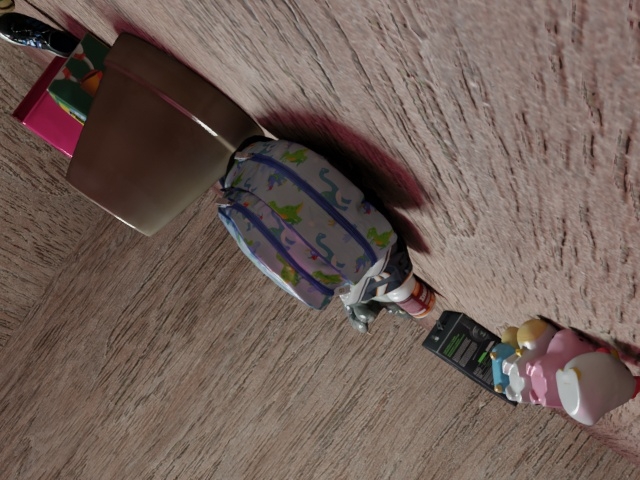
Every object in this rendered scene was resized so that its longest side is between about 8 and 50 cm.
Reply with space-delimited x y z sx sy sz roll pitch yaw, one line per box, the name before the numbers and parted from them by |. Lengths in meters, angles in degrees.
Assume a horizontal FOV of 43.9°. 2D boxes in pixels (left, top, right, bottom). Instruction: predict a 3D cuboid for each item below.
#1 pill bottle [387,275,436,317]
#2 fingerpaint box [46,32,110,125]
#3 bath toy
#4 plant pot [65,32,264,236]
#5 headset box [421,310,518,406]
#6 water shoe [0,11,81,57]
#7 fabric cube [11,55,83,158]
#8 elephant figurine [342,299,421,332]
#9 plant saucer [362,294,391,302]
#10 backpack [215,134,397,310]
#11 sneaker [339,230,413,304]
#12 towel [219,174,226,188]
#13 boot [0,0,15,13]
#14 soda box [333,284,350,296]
pill bottle | 0.225 0.133 2.051 0.152 0.086 0.086 37 175 -38
fingerpaint box | -0.446 -0.290 1.908 0.371 0.163 0.445 36 176 -17
bath toy | 0.409 0.214 1.339 0.129 0.151 0.348 -4 180 -11
plant pot | -0.311 -0.171 1.473 0.323 0.280 0.323 33 176 3
headset box | 0.435 0.320 2.236 0.283 0.131 0.246 34 176 0
water shoe | -0.657 -0.487 1.861 0.203 0.073 0.080 11 179 -36
fabric cube | -0.710 -0.380 2.336 0.258 0.254 0.259 39 175 -30
elephant figurine | 0.194 0.173 2.460 0.169 0.239 0.186 55 159 40
plant saucer | 0.068 0.080 2.235 0.400 0.100 0.400 31 -177 -2
backpack | -0.024 -0.031 1.272 0.290 0.273 0.355 51 157 -18
sneaker | 0.113 0.020 1.518 0.321 0.127 0.126 112 141 -65
towel | -0.100 -0.056 1.955 0.336 0.040 0.243 24 -157 -40
boot | -0.790 -0.586 1.756 0.236 0.089 0.269 36 176 -23
soda box | 0.000 0.000 1.526 0.069 0.074 0.216 -160 60 -72
